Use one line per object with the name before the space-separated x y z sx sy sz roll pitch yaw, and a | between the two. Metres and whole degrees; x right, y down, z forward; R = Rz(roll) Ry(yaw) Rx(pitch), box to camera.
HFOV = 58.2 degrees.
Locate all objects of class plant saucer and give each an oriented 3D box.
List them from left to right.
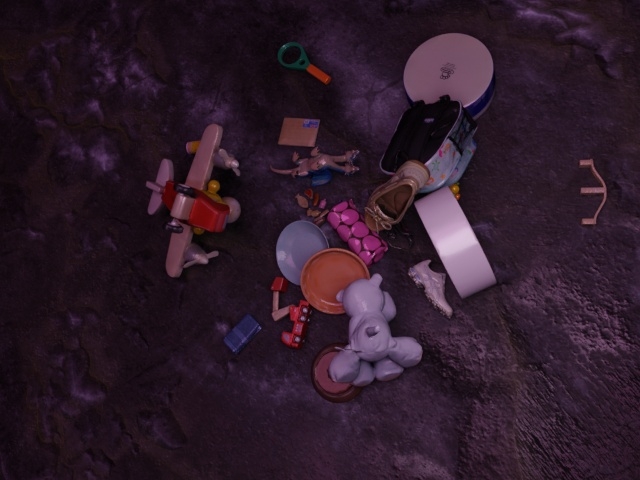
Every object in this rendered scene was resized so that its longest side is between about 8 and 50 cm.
plant saucer | -0.046 0.037 1.723 0.194 0.037 0.195 2 93 32
plant saucer | 0.042 0.113 1.650 0.199 0.037 0.200 1 106 2
plant saucer | 0.048 0.372 1.625 0.168 0.029 0.169 -6 73 18

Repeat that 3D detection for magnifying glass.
magnifying glass | -0.053 -0.593 1.939 0.231 0.026 0.092 41 90 26

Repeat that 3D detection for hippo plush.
hippo plush | 0.106 0.232 1.535 0.234 0.294 0.237 -33 49 21

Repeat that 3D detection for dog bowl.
dog bowl | 0.382 -0.474 1.712 0.264 0.104 0.265 -5 73 18

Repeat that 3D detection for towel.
towel | -0.237 0.281 1.747 0.119 0.029 0.067 -47 66 2

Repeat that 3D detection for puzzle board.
puzzle board | -0.070 -0.353 1.881 0.128 0.011 0.097 8 76 20

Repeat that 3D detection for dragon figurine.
dragon figurine | -0.015 -0.222 1.784 0.289 0.144 0.085 -14 71 35

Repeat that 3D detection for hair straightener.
hair straightener | 0.196 -0.057 1.689 0.089 0.047 0.231 -26 73 -3

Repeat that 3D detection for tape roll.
tape roll | 0.348 0.005 1.490 0.100 0.286 0.286 -28 68 11

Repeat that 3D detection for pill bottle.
pill bottle | -0.414 -0.320 1.970 0.083 0.043 0.044 -4 74 18

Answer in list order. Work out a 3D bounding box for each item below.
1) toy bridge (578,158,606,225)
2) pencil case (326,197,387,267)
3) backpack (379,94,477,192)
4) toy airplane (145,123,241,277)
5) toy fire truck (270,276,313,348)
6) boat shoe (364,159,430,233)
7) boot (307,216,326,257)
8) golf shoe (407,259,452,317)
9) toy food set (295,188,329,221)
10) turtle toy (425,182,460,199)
toy bridge | 0.729 -0.131 1.539 0.063 0.026 0.188 1 75 16
pencil case | 0.110 -0.023 1.686 0.098 0.095 0.209 -32 68 -15
backpack | 0.295 -0.245 1.597 0.225 0.191 0.254 5 55 49
toy airplane | -0.389 -0.117 1.815 0.386 0.272 0.385 -41 48 44
toy fire truck | -0.095 0.214 1.708 0.135 0.047 0.192 11 79 22
boat shoe | 0.185 -0.102 1.534 0.104 0.285 0.089 34 52 2
boot | 0.000 0.000 1.742 0.106 0.037 0.114 -40 63 18
golf shoe | 0.320 0.127 1.584 0.086 0.069 0.176 -36 68 0
toy food set | -0.021 -0.114 1.793 0.078 0.019 0.122 -36 59 6
turtle toy | 0.343 -0.123 1.642 0.130 0.066 0.095 -36 30 6
